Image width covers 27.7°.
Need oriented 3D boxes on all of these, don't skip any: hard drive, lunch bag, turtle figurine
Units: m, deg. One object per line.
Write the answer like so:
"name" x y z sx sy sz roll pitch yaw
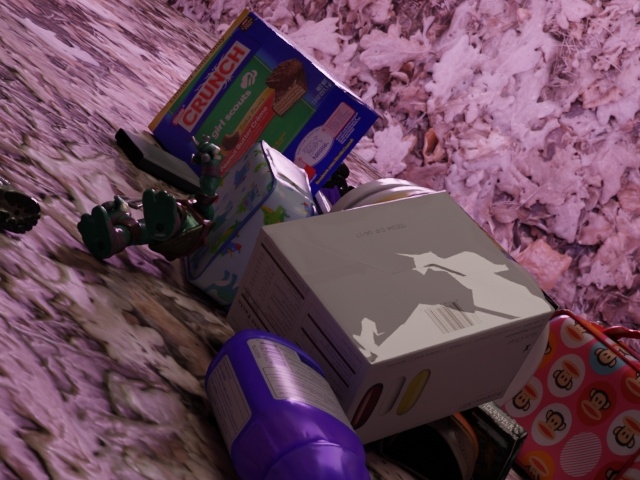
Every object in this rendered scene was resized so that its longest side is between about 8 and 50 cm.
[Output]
"hard drive" -0.240 -0.115 1.959 0.135 0.022 0.094 28 13 -43
"lunch bag" -0.090 -0.018 1.577 0.090 0.176 0.219 39 10 -19
"turtle figurine" -0.172 -0.036 1.474 0.118 0.175 0.234 55 18 -1
"lunch bag" 0.376 0.231 1.798 0.120 0.258 0.293 29 12 -37

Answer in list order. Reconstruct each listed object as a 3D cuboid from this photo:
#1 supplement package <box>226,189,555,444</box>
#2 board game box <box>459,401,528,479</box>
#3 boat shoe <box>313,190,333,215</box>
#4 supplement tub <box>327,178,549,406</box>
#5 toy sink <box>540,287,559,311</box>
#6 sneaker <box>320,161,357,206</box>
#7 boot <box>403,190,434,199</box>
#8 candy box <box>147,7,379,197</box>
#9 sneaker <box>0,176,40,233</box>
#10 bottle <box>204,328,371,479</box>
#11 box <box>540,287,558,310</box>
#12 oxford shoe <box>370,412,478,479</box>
"supplement package" 0.073 0.081 1.386 0.262 0.145 0.204 -12 50 -37
"board game box" 0.153 0.209 1.543 0.026 0.126 0.186 -28 59 -37
"boat shoe" 0.000 0.000 2.060 0.114 0.091 0.302 55 2 -16
"supplement tub" 0.139 0.069 1.772 0.241 0.241 0.331 32 11 -29
"toy sink" 0.306 0.107 2.475 0.234 0.153 0.131 30 11 -29
"sneaker" -0.031 -0.103 2.276 0.293 0.146 0.102 28 13 -44
"boot" 0.008 -0.018 1.674 0.096 0.264 0.280 34 10 -40
"candy box" -0.099 -0.191 2.088 0.122 0.268 0.317 33 9 -42
"sneaker" -0.337 -0.052 1.253 0.135 0.052 0.058 39 -4 -37
"bottle" -0.022 0.179 1.115 0.118 0.092 0.283 32 11 -26
"box" 0.272 0.110 2.238 0.103 0.184 0.261 35 9 -24
"oxford shoe" 0.068 0.177 1.455 0.271 0.097 0.098 37 15 -2
